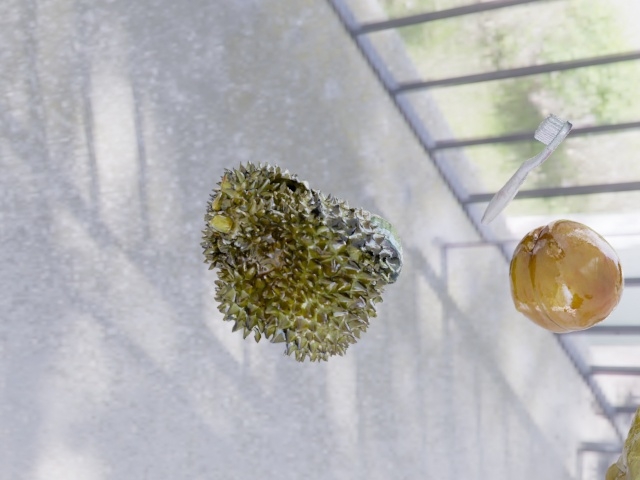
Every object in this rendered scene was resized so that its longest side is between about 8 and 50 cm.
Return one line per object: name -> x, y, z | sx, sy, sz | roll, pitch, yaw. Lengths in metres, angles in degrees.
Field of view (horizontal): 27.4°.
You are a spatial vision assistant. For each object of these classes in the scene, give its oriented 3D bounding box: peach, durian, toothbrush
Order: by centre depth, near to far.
toothbrush -> 0.230, -0.077, 1.533 | 0.029, 0.307, 0.025 | 30, 68, 1
peach -> 0.292, 0.041, 1.576 | 0.138, 0.138, 0.138 | 5, 84, -49
durian -> -0.041, 0.024, 1.780 | 0.293, 0.258, 0.258 | 39, 53, -5

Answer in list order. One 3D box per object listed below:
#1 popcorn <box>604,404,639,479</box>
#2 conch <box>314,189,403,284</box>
popcorn -> 0.346, 0.316, 1.277 | 0.225, 0.265, 0.332 | 16, 66, -19
conch -> 0.000, 0.000, 2.239 | 0.277, 0.220, 0.195 | 43, 60, -3
